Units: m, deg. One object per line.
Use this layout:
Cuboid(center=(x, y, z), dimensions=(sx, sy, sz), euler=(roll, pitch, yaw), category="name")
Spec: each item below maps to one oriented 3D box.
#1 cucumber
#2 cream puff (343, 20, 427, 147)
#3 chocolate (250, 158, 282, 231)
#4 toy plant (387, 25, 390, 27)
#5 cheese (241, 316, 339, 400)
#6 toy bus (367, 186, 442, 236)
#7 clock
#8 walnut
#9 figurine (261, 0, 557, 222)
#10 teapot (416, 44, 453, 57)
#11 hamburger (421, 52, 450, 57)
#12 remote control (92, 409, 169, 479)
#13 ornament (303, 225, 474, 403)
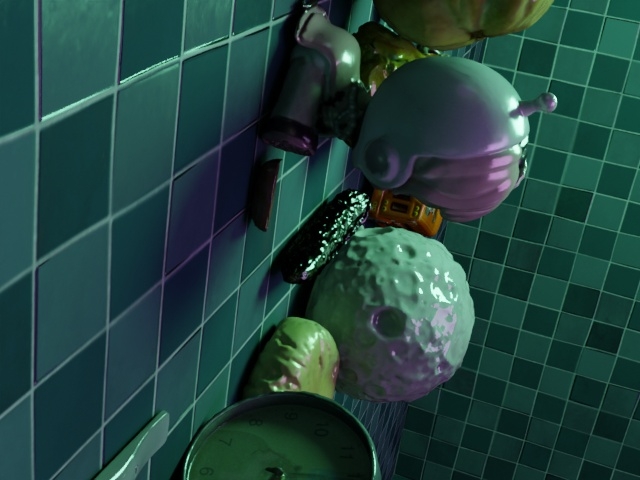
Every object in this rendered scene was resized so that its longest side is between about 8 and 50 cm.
Cuboid(center=(0.000, 0.000, 1.554), dimensions=(0.072, 0.081, 0.303), euler=(56, 34, -9), category="cucumber")
Cuboid(center=(0.102, -0.227, 1.521), dimensions=(0.221, 0.195, 0.194), euler=(71, 36, -59), category="cream puff")
Cuboid(center=(-0.077, -0.064, 1.266), dimensions=(0.064, 0.031, 0.100), euler=(-67, 169, -74), category="chocolate")
Cuboid(center=(0.161, -0.458, 1.665), dimensions=(0.093, 0.093, 0.162), euler=(-30, 136, -71), category="toy plant")
Cuboid(center=(-0.055, 0.245, 1.534), dimensions=(0.226, 0.117, 0.214), euler=(78, 33, -51), category="cheese")
Cuboid(center=(0.193, -0.085, 2.063), dimensions=(0.329, 0.153, 0.143), euler=(33, 71, -76), category="toy bus")
Cuboid(center=(-0.054, 0.322, 1.262), dimensions=(0.280, 0.281, 0.055), euler=(-60, 154, -46), category="clock")
Cuboid(center=(0.213, -0.472, 1.414), dimensions=(0.306, 0.306, 0.343), euler=(5, 74, -76), category="walnut")
Cuboid(center=(0.112, -0.163, 1.256), dimensions=(0.253, 0.361, 0.211), euler=(-56, 168, -45), category="figurine")
Cuboid(center=(0.280, -0.326, 2.072), dimensions=(0.183, 0.173, 0.269), euler=(20, 50, -40), category="teapot")
Cuboid(center=(0.245, -0.256, 1.828), dimensions=(0.176, 0.300, 0.300), euler=(-65, 174, 33), category="hamburger")
Cuboid(center=(-0.217, 0.259, 1.063), dimensions=(0.184, 0.027, 0.050), euler=(-47, 149, -65), category="remote control")
Cuboid(center=(0.132, 0.142, 1.734), dimensions=(0.337, 0.337, 0.337), euler=(15, 90, -76), category="ornament")
